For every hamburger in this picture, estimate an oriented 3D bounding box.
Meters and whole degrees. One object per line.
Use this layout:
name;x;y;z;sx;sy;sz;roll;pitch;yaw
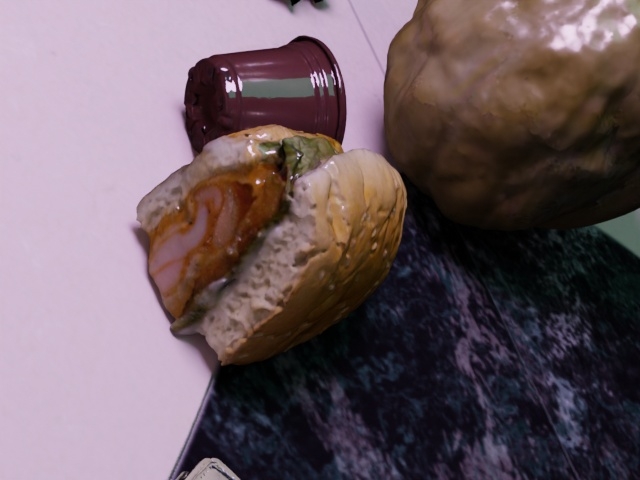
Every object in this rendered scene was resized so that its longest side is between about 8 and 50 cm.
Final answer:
hamburger;0.000;0.000;1.118;0.207;0.155;0.135;3;61;-54

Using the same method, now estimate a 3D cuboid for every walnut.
walnut;0.194;-0.143;1.330;0.253;0.277;0.282;34;27;-9

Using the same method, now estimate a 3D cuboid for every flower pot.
flower pot;-0.046;-0.095;1.190;0.089;0.111;0.111;-4;61;-32

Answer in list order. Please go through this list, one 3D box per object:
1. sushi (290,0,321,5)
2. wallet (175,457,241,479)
sushi;-0.020;-0.244;1.374;0.083;0.056;0.085;-16;70;-52
wallet;-0.043;0.212;0.971;0.155;0.039;0.110;49;38;-4
